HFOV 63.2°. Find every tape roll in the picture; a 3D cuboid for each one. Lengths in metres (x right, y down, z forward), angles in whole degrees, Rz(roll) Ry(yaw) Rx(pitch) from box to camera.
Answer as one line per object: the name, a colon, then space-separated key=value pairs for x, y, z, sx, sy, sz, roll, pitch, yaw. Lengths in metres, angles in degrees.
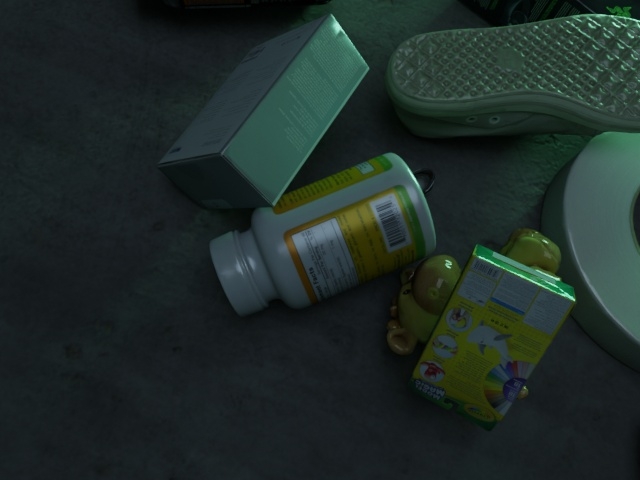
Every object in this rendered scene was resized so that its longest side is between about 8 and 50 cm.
tape roll: x=0.508 y=0.008 z=0.726 sx=0.392 sy=0.072 sz=0.392 roll=2 pitch=68 yaw=-6

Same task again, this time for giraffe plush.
giraffe plush: x=0.173 y=0.078 z=0.634 sx=0.170 sy=0.181 sz=0.210 roll=14 pitch=104 yaw=11

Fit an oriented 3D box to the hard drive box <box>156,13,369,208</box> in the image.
hard drive box: x=-0.075 y=-0.156 z=0.659 sx=0.089 sy=0.181 sz=0.232 roll=46 pitch=66 yaw=-31

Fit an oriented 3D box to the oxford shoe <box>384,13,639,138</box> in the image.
oxford shoe: x=0.314 y=-0.216 z=0.738 sx=0.449 sy=0.130 sz=0.169 roll=0 pitch=73 yaw=3

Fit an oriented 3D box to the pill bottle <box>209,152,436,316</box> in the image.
pill bottle: x=0.000 y=0.000 z=0.629 sx=0.246 sy=0.136 sz=0.136 roll=-22 pitch=73 yaw=-2

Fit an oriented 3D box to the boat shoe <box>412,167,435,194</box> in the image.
boat shoe: x=0.110 y=-0.058 z=0.723 sx=0.125 sy=0.038 sz=0.046 roll=-33 pitch=76 yaw=-17

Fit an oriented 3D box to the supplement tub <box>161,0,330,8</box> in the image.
supplement tub: x=-0.133 y=-0.445 z=0.761 sx=0.316 sy=0.193 sz=0.193 roll=-5 pitch=70 yaw=-9

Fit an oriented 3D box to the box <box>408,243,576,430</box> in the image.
box: x=0.169 y=0.106 z=0.537 sx=0.105 sy=0.179 sz=0.043 roll=27 pitch=24 yaw=13

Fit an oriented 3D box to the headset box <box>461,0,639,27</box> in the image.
headset box: x=0.421 y=-0.421 z=0.846 sx=0.283 sy=0.131 sz=0.246 roll=44 pitch=72 yaw=10
